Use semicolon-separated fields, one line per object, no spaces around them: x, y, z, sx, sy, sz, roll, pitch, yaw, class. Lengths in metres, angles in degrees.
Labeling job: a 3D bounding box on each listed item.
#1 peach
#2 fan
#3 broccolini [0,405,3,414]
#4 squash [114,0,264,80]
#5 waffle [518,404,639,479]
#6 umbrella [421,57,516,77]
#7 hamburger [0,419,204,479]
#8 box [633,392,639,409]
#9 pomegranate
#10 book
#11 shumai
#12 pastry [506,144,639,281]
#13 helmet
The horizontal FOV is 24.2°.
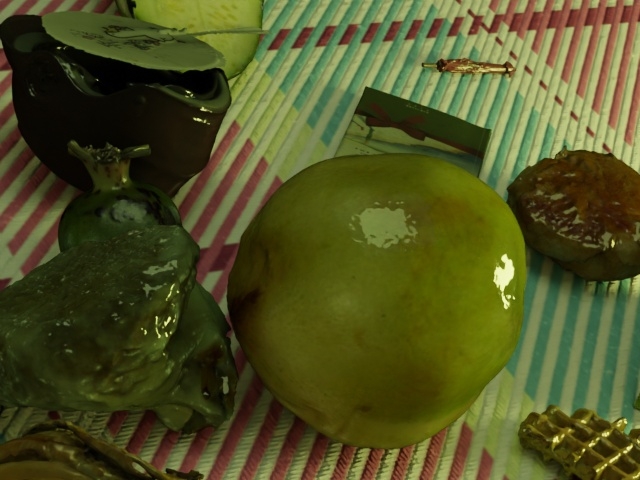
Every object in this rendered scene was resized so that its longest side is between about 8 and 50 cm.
0.067;0.049;1.589;0.315;0.281;0.314;19;54;-17;peach
-0.189;-0.265;1.910;0.233;0.012;0.414;25;21;23;fan
-0.325;0.186;1.477;0.054;0.051;0.239;12;30;-2;broccolini
-0.188;-0.361;2.084;0.233;0.210;0.309;17;28;-31;squash
0.308;0.250;1.650;0.192;0.046;0.161;14;36;-4;waffle
0.231;-0.268;2.301;0.165;0.025;0.027;0;18;-26;umbrella
-0.191;0.296;1.182;0.318;0.319;0.158;30;27;16;hamburger
0.475;0.088;1.819;0.062;0.175;0.260;30;39;13;box
-0.226;-0.025;1.682;0.148;0.169;0.148;0;-4;0;pomegranate
0.121;-0.109;2.048;0.201;0.026;0.289;20;36;1;book
-0.212;0.123;1.497;0.260;0.222;0.225;-20;23;-8;shumai
0.354;-0.037;1.988;0.218;0.100;0.229;19;44;10;pastry
-0.261;-0.150;1.813;0.305;0.177;0.225;21;21;22;helmet
